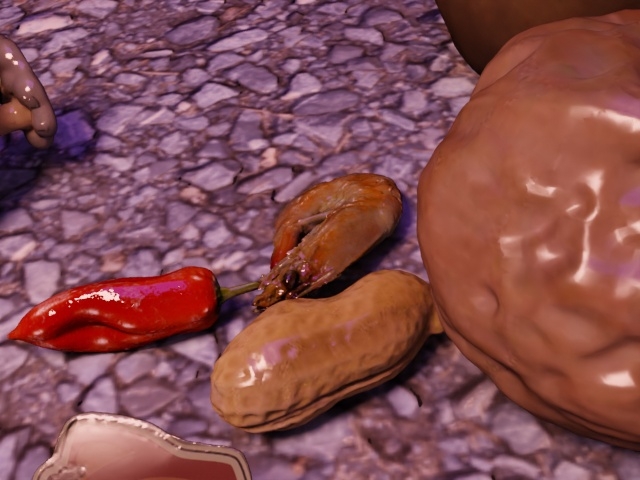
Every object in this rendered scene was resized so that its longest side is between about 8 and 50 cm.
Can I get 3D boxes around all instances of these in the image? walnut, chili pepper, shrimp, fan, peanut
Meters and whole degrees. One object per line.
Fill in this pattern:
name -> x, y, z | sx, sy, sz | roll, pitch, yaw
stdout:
walnut -> 0.195, -0.011, 0.516 | 0.273, 0.227, 0.273 | -1, 44, 0
chili pepper -> -0.131, 0.050, 0.624 | 0.191, 0.059, 0.050 | -12, 51, -8
shrimp -> 0.000, 0.000, 0.670 | 0.101, 0.042, 0.190 | 6, 37, 29
fan -> -0.063, 0.179, 0.468 | 0.220, 0.009, 0.132 | 18, 80, 5
peanut -> 0.005, 0.068, 0.573 | 0.174, 0.080, 0.080 | -22, 44, -19

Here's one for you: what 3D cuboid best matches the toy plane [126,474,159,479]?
toy plane -> -0.077, 0.154, 0.514 | 0.167, 0.054, 0.062 | 6, 19, 16

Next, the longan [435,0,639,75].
longan -> 0.230, -0.285, 0.787 | 0.288, 0.288, 0.350 | -2, 32, 7

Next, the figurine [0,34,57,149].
figurine -> -0.415, -0.054, 0.698 | 0.387, 0.166, 0.207 | -27, 75, -22
